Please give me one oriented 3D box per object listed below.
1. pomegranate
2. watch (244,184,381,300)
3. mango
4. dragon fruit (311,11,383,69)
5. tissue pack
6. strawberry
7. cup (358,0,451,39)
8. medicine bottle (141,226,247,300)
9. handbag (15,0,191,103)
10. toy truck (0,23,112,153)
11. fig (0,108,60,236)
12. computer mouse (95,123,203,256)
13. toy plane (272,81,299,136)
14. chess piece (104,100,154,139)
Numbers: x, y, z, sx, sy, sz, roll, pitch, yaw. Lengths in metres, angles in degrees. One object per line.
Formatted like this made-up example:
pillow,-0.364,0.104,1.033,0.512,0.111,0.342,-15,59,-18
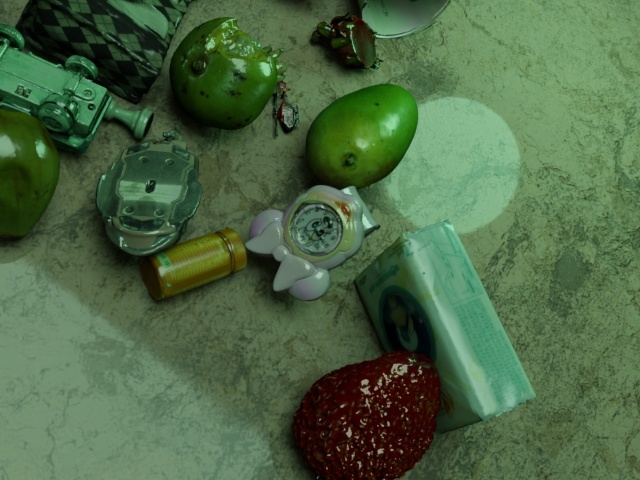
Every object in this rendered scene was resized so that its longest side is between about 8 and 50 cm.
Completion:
pomegranate,-0.186,-0.359,1.809,0.236,0.236,0.302,57,31,6
watch,0.000,0.000,1.740,0.248,0.217,0.211,-34,82,10
mango,0.098,-0.244,1.880,0.201,0.225,0.382,51,38,-13
dragon fruit,0.069,-0.491,2.035,0.175,0.142,0.138,16,30,15
tissue pack,0.240,0.190,1.709,0.162,0.287,0.388,-18,76,-24
strawberry,0.098,0.344,1.602,0.261,0.257,0.261,12,67,-31
cup,0.177,-0.692,2.107,0.253,0.253,0.274,-7,63,-27
medicine bottle,-0.250,0.045,1.654,0.191,0.096,0.096,-21,78,-31
handbag,-0.417,-0.537,1.802,0.316,0.180,0.416,29,54,-20
toy truck,-0.556,-0.287,1.618,0.278,0.156,0.155,22,60,-10
fig,-0.569,-0.129,1.517,0.207,0.207,0.230,-33,90,-32
computer mouse,-0.334,-0.097,1.670,0.199,0.115,0.389,9,44,-5
toy plane,-0.083,-0.303,1.922,0.060,0.037,0.145,-1,72,-14
chess piece,-0.406,-0.258,1.739,0.103,0.067,0.067,22,60,-4
